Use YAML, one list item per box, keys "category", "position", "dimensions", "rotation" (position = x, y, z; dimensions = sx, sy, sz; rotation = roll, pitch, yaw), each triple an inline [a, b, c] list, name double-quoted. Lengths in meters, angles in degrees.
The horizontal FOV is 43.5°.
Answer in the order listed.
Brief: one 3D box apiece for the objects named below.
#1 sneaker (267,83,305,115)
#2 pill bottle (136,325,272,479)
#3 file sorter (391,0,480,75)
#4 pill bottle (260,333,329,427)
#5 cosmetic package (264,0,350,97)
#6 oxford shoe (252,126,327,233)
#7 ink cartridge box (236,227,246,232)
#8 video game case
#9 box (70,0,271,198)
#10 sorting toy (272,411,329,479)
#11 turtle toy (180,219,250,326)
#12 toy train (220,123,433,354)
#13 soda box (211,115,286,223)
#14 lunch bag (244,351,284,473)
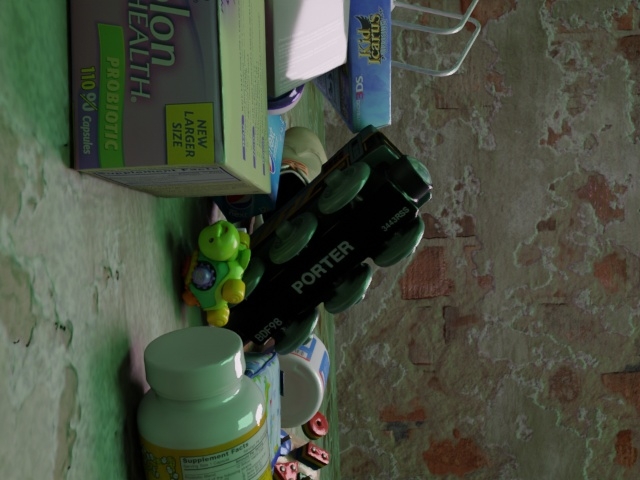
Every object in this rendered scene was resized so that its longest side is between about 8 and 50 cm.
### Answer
- category: "sneaker"
  position: [-0.082, -0.329, 1.003]
  dimensions: [0.236, 0.130, 0.323]
  rotation: [-158, -120, -85]
- category: "pill bottle"
  position: [-0.105, 0.191, 0.737]
  dimensions: [0.117, 0.117, 0.209]
  rotation: [-79, 166, -70]
- category: "file sorter"
  position: [0.143, -0.405, 1.136]
  dimensions: [0.278, 0.173, 0.193]
  rotation: [89, 24, -44]
- category: "pill bottle"
  position: [-0.048, 0.220, 1.353]
  dimensions: [0.221, 0.124, 0.124]
  rotation: [-57, 145, -80]
- category: "cosmetic package"
  position: [-0.038, -0.295, 0.884]
  dimensions: [0.127, 0.107, 0.238]
  rotation: [-31, 140, -33]
- category: "oxford shoe"
  position: [-0.039, -0.086, 1.363]
  dimensions: [0.397, 0.140, 0.147]
  rotation: [-88, -175, -45]
- category: "ink cartridge box"
  position: [-0.121, 0.027, 1.138]
  dimensions: [0.083, 0.028, 0.048]
  rotation: [-85, 171, -51]
- category: "video game case"
  position: [0.021, -0.316, 1.047]
  dimensions: [0.244, 0.061, 0.270]
  rotation: [-119, -160, -49]
- category: "box"
  position: [-0.121, -0.154, 0.711]
  dimensions: [0.243, 0.117, 0.214]
  rotation: [21, 67, -86]
- category: "sorting toy"
  position: [-0.045, 0.376, 1.305]
  dimensions: [0.132, 0.046, 0.275]
  rotation: [36, 38, -25]
- category: "turtle toy"
  position: [-0.116, 0.028, 0.887]
  dimensions: [0.130, 0.066, 0.095]
  rotation: [125, -25, -44]
- category: "toy train"
  position: [0.000, 0.000, 1.008]
  dimensions: [0.142, 0.334, 0.190]
  rotation: [42, 20, -19]
- category: "soda box"
  position: [-0.100, -0.121, 1.119]
  dimensions: [0.210, 0.071, 0.067]
  rotation: [-86, 152, -49]
- category: "lunch bag"
  position: [-0.101, 0.228, 0.959]
  dimensions: [0.219, 0.090, 0.176]
  rotation: [9, 83, -84]
